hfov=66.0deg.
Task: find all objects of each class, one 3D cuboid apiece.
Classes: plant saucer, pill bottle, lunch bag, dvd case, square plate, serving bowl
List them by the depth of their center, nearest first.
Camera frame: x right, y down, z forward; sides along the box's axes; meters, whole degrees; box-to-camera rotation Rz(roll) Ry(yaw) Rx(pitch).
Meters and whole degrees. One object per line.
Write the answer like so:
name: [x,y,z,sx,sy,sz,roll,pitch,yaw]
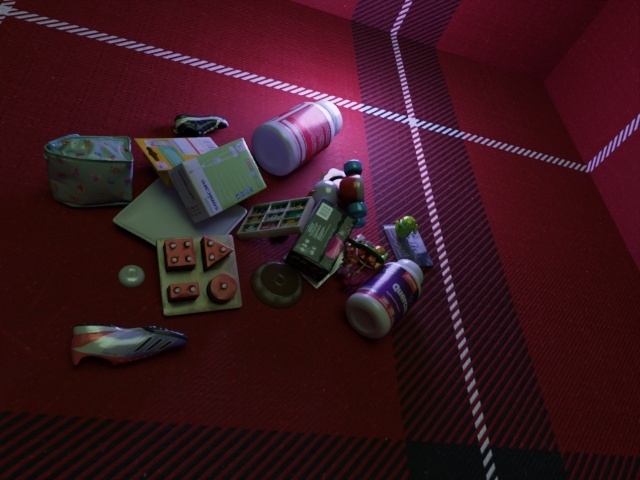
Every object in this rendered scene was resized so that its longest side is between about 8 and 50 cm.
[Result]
serving bowl: [-0.610,0.111,1.592,0.083,0.027,0.083,13,50,-16]
lunch bag: [-0.775,-0.233,1.659,0.262,0.223,0.160,-4,50,-24]
plant saucer: [-0.148,0.148,1.762,0.198,0.036,0.199,12,51,-16]
square plate: [-0.495,-0.080,1.779,0.344,0.049,0.347,30,48,2]
pill bottle: [0.244,0.200,1.795,0.181,0.181,0.323,42,50,12]
dvd case: [0.372,0.021,2.102,0.164,0.018,0.221,-3,55,-25]
pill bottle: [-0.088,-0.461,2.137,0.229,0.229,0.407,41,49,10]

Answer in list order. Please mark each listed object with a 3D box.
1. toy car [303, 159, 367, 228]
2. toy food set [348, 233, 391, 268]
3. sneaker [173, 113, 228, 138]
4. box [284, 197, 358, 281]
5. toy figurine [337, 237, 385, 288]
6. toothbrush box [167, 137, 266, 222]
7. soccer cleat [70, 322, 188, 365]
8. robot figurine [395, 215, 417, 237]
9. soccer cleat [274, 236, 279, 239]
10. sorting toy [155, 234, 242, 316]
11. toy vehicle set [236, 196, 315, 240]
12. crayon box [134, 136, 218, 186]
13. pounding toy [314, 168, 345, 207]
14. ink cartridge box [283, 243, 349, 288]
toy car: [0.051,-0.170,1.916,0.237,0.210,0.219,-4,70,0]
toy food set: [0.205,0.054,1.988,0.192,0.038,0.132,43,50,12]
sneaker: [-0.504,-0.470,2.079,0.234,0.084,0.097,-4,80,-25]
box: [0.000,0.000,1.812,0.163,0.142,0.247,31,63,-4]
toy figurine: [0.125,0.096,1.837,0.173,0.130,0.159,34,77,13]
toothbrush box: [-0.366,-0.219,1.777,0.283,0.122,0.206,-36,105,-42]
soccer cleat: [-0.549,0.307,1.430,0.318,0.108,0.117,7,72,-21]
robot figurine: [0.357,-0.057,2.065,0.101,0.115,0.067,11,49,-15]
soccer cleat: [-0.150,-0.032,1.907,0.083,0.029,0.036,-22,69,-30]
sorting toy: [-0.389,0.101,1.608,0.255,0.089,0.257,-3,73,-26]
toy vehicle set: [-0.165,-0.081,1.819,0.266,0.035,0.166,-6,41,27]
crayon box: [-0.518,-0.301,1.865,0.322,0.083,0.203,-12,50,-44]
pounding toy: [0.062,-0.206,2.052,0.154,0.155,0.269,31,51,5]
ink cartridge box: [-0.004,0.061,1.898,0.181,0.056,0.224,42,68,11]
